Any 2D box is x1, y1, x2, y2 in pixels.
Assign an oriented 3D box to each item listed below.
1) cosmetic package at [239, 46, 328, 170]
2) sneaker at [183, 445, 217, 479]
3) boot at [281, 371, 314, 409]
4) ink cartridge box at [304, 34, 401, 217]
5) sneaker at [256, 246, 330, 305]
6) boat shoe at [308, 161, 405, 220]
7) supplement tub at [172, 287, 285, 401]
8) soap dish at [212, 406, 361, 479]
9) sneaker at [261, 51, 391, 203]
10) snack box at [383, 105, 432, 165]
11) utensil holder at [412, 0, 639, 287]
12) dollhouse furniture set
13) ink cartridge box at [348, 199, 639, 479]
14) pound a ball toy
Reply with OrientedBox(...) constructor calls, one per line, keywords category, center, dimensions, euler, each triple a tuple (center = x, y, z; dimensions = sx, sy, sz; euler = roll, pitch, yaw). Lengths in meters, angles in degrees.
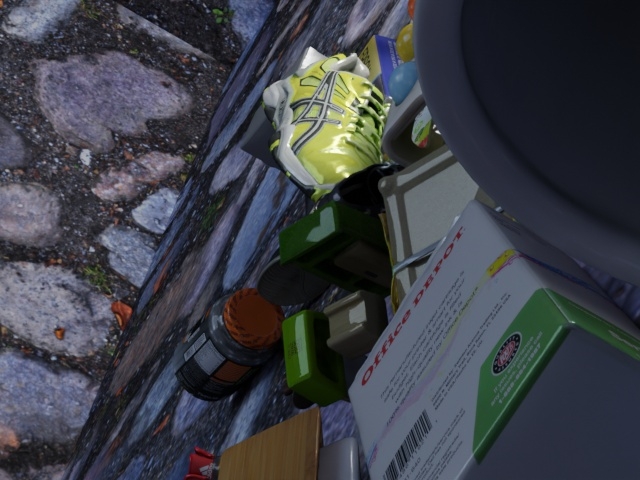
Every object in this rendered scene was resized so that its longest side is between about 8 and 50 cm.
OrientedBox(category="cosmetic package", center=(-0.034, -0.222, 2.123), dimensions=(0.238, 0.127, 0.107), euler=(-38, 28, 55))
OrientedBox(category="sneaker", center=(-0.081, 0.269, 1.308), dimensions=(0.221, 0.128, 0.087), euler=(-48, 20, 48))
OrientedBox(category="boot", center=(-0.027, 0.179, 1.484), dimensions=(0.106, 0.037, 0.114), euler=(-55, 11, -34))
OrientedBox(category="ink cartridge box", center=(0.075, -0.200, 1.806), dimensions=(0.307, 0.072, 0.304), euler=(-58, 14, 22))
OrientedBox(category="sneaker", center=(0.000, 0.000, 1.680), dimensions=(0.222, 0.083, 0.118), euler=(-40, 18, 32))
OrientedBox(category="boat shoe", center=(0.073, -0.054, 1.361), dimensions=(0.206, 0.075, 0.065), euler=(-24, -24, -43))
OrientedBox(category="supplement tub", center=(-0.133, 0.152, 1.759), dimensions=(0.190, 0.117, 0.117), euler=(-46, 21, 47))
OrientedBox(category="soap dish", center=(-0.026, 0.303, 0.874), dimensions=(0.291, 0.118, 0.229), euler=(-85, -7, -57))
OrientedBox(category="sneaker", center=(0.022, -0.143, 1.560), dimensions=(0.147, 0.145, 0.385), euler=(-38, 35, 12))
OrientedBox(category="snack box", center=(0.125, -0.117, 1.515), dimensions=(0.100, 0.037, 0.141), euler=(-57, 14, 18))
OrientedBox(category="utensil holder", center=(0.259, -0.206, 0.613), dimensions=(0.327, 0.327, 0.386), euler=(-40, 23, 56))
OrientedBox(category="dollhouse furniture set", center=(0.117, 0.036, 1.193), dimensions=(0.301, 0.151, 0.198), euler=(-30, 51, 34))
OrientedBox(category="ink cartridge box", center=(0.130, 0.113, 0.870), dimensions=(0.201, 0.117, 0.278), euler=(-58, 14, 13))
OrientedBox(category="pound a ball toy", center=(0.174, -0.249, 1.393), dimensions=(0.208, 0.135, 0.319), euler=(-48, 19, 44))
